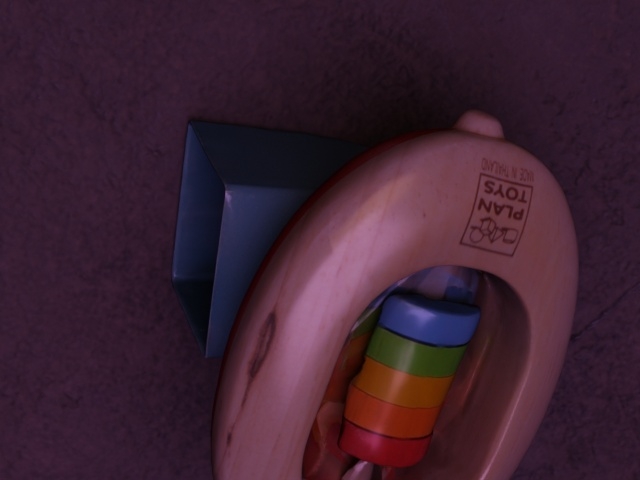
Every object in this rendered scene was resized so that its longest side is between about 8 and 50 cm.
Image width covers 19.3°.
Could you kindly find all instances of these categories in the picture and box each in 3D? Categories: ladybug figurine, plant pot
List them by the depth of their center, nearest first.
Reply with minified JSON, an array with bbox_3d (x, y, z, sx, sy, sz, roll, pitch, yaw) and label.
[{"bbox_3d":[0.052,0.091,1.591,0.305,0.162,0.449,14,108,-31],"label":"ladybug figurine"},{"bbox_3d":[0.000,0.000,1.712,0.234,0.165,0.166,2,114,-17],"label":"plant pot"}]
